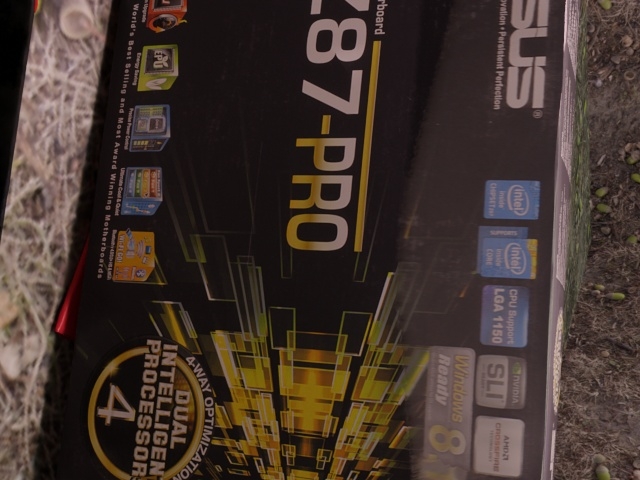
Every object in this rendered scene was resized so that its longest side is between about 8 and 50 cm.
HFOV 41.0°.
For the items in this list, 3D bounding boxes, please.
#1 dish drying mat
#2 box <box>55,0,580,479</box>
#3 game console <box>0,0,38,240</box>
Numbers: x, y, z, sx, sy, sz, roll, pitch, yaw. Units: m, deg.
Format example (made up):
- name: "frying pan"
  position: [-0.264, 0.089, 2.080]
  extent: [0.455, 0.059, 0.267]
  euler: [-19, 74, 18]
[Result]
- name: "dish drying mat"
  position: [-0.165, 0.031, 0.607]
  extent: [0.032, 0.008, 0.083]
  euler: [52, 48, -57]
- name: "box"
  position: [0.000, 0.000, 0.572]
  extent: [0.097, 0.318, 0.395]
  euler: [30, 65, -68]
- name: "game console"
  position: [-0.268, -0.022, 0.329]
  extent: [0.342, 0.060, 0.386]
  euler: [16, 78, -59]
